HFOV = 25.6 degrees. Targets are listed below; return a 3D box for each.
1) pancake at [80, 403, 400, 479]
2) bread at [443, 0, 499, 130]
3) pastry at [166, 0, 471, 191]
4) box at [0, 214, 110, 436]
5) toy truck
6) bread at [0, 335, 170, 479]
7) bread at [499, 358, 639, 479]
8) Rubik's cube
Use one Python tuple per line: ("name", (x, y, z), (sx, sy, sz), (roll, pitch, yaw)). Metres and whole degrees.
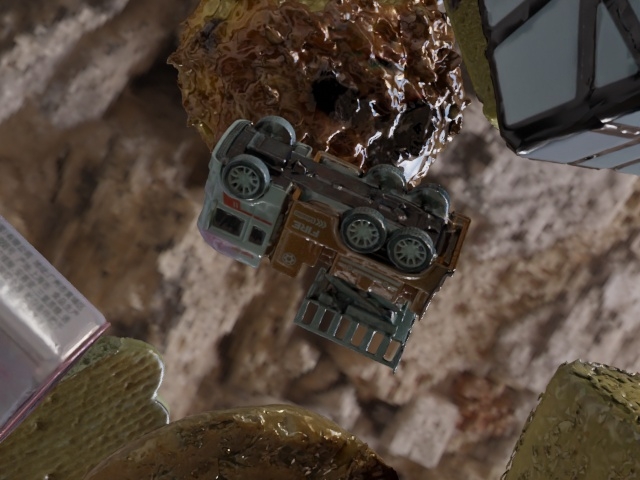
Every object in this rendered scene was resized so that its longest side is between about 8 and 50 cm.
("pancake", (-0.091, 0.288, 1.274), (0.356, 0.356, 0.065), (-50, -147, 16))
("bread", (0.178, -0.234, 1.464), (0.088, 0.049, 0.226), (-27, -109, 24))
("pastry", (0.011, -0.169, 1.793), (0.292, 0.405, 0.337), (10, -71, 48))
("box", (-0.363, 0.005, 1.158), (0.190, 0.369, 0.112), (-46, -178, 39))
("toy truck", (0.000, -0.001, 0.962), (0.080, 0.177, 0.115), (-62, 177, -57))
("bread", (-0.309, 0.237, 1.737), (0.286, 0.207, 0.056), (-25, -143, -5))
("bread", (0.301, 0.295, 1.309), (0.248, 0.279, 0.315), (41, -58, 51))
("Rubik's cube", (0.338, -0.234, 1.333), (0.293, 0.283, 0.288), (-22, -110, 43))
